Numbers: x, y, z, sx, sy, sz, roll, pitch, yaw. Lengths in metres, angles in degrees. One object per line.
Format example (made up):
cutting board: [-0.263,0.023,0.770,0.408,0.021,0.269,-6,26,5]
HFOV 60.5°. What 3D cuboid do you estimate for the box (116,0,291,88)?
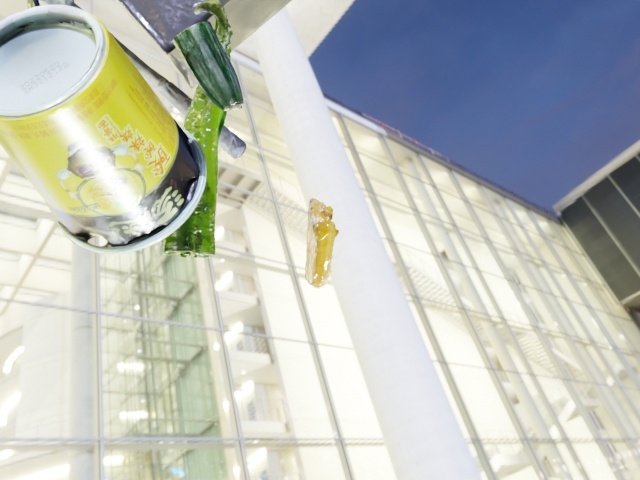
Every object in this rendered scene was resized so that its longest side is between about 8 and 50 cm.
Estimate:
box: [-0.184,-0.466,0.883,0.345,0.251,0.204,-42,2,-4]

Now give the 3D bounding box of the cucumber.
cucumber: [-0.123,-0.193,0.626,0.048,0.048,0.105,-24,-65,8]

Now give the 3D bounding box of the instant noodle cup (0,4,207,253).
instant noodle cup: [-0.263,-0.127,0.629,0.216,0.215,0.236,-17,-28,-2]

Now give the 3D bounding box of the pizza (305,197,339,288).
pizza: [0.000,0.000,0.766,0.041,0.130,0.178,1,-40,-4]

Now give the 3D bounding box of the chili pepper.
chili pepper: [-0.172,-0.152,0.786,0.085,0.358,0.076,4,3,-39]

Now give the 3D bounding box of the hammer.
hammer: [-0.291,-0.292,0.945,0.427,0.152,0.044,37,-39,-26]
